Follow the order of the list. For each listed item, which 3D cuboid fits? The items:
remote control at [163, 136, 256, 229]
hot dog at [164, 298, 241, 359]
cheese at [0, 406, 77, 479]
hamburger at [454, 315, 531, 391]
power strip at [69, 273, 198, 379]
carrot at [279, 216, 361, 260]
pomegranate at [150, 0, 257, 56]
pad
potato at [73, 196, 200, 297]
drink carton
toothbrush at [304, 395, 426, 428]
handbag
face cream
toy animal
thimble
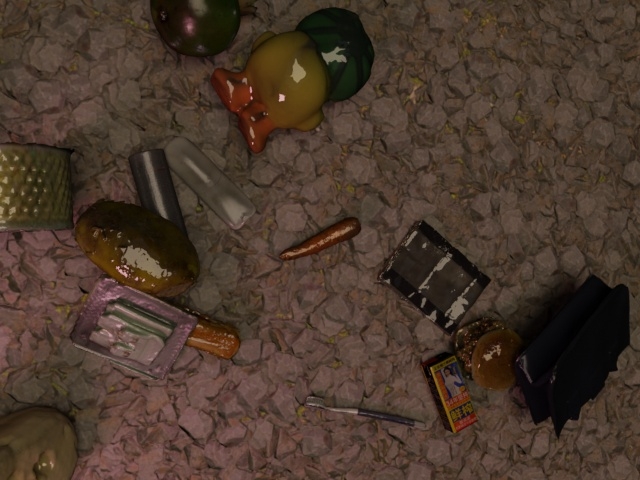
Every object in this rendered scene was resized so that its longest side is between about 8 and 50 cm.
[{"bbox_3d":[-0.231,-0.122,1.272,0.229,0.044,0.073,46,78,-9],"label":"remote control"},{"bbox_3d":[-0.297,0.162,1.247,0.289,0.068,0.083,25,112,-14],"label":"hot dog"},{"bbox_3d":[-0.566,0.418,1.115,0.248,0.251,0.173,-15,94,-28],"label":"cheese"},{"bbox_3d":[0.395,0.253,1.372,0.185,0.131,0.159,-16,97,-16],"label":"hamburger"},{"bbox_3d":[-0.368,0.183,1.186,0.213,0.064,0.198,25,118,-13],"label":"power strip"},{"bbox_3d":[0.000,0.000,1.328,0.191,0.047,0.047,-24,95,-8],"label":"carrot"},{"bbox_3d":[-0.223,-0.464,1.220,0.225,0.187,0.187,-28,97,-35],"label":"pomegranate"},{"bbox_3d":[0.261,0.087,1.396,0.233,0.022,0.174,40,81,-11],"label":"pad"},{"bbox_3d":[-0.335,0.014,1.140,0.251,0.113,0.149,30,59,1],"label":"potato"},{"bbox_3d":[0.291,0.343,1.387,0.071,0.056,0.165,-22,95,-20],"label":"drink carton"},{"bbox_3d":[0.102,0.383,1.360,0.288,0.024,0.026,15,73,-12],"label":"toothbrush"},{"bbox_3d":[0.576,0.263,1.383,0.326,0.118,0.269,-39,126,-22],"label":"handbag"},{"bbox_3d":[-0.315,-0.042,1.238,0.073,0.073,0.283,-16,93,-12],"label":"face cream"},{"bbox_3d":[-0.037,-0.340,1.240,0.338,0.191,0.216,-33,97,-11],"label":"toy animal"},{"bbox_3d":[-0.573,-0.087,1.085,0.271,0.271,0.150,-4,92,-13],"label":"thimble"}]
